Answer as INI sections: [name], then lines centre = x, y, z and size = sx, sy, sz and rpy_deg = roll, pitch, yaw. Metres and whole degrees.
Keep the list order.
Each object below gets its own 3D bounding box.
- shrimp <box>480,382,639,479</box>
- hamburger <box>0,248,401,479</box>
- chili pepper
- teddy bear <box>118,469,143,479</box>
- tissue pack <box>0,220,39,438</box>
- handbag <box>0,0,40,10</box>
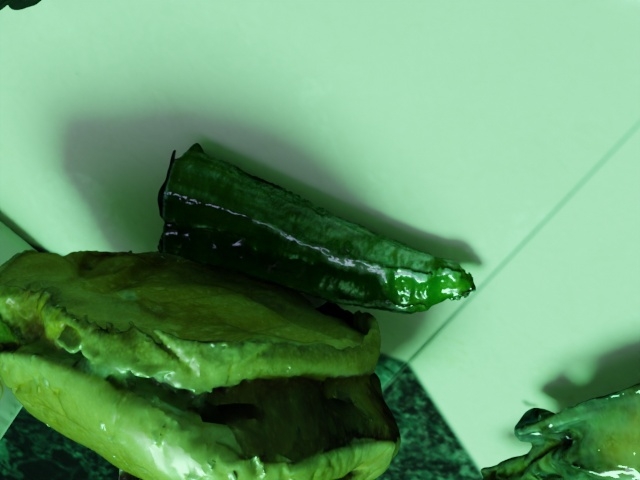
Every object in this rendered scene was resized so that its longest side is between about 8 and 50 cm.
[shrimp]
centre = 0.316, 0.162, 1.260
size = 0.445, 0.085, 0.272
rpy_deg = -11, 126, 28
[hamburger]
centre = -0.088, 0.096, 1.283
size = 0.285, 0.265, 0.134
rpy_deg = 19, 108, 42
[chili pepper]
centre = 0.000, 0.000, 1.295
size = 0.226, 0.059, 0.088
rpy_deg = 16, 126, 12
[teddy bear]
centre = -0.098, 0.245, 1.504
size = 0.190, 0.140, 0.177
rpy_deg = -3, 167, 18
[tissue pack]
centre = -0.317, 0.054, 1.409
size = 0.225, 0.185, 0.124
rpy_deg = 41, 133, -9
[handbag]
centre = -0.261, -0.230, 1.110
size = 0.254, 0.093, 0.308
rpy_deg = 46, 169, -14
